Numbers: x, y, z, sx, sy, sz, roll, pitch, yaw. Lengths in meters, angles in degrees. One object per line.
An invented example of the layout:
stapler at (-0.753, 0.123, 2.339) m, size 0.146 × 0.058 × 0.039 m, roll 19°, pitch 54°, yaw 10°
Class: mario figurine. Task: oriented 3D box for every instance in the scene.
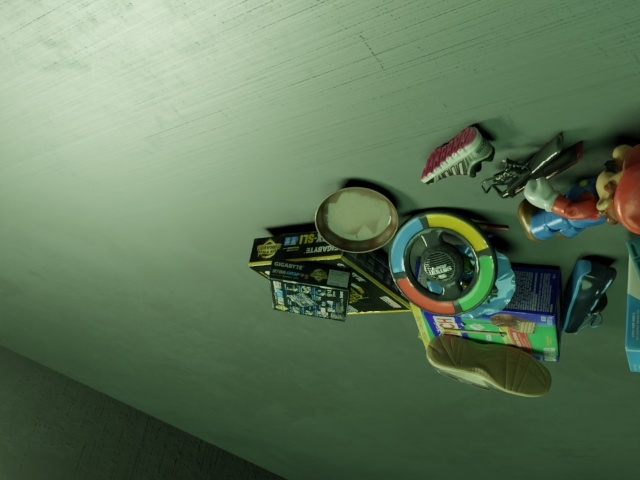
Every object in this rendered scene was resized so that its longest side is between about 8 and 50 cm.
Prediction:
mario figurine at (0.475, -0.094, 1.539) m, size 0.170 × 0.198 × 0.320 m, roll 50°, pitch 155°, yaw -8°

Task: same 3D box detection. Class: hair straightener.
hair straightener at (0.355, -0.130, 1.610) m, size 0.089 × 0.047 × 0.230 m, roll 23°, pitch 156°, yaw -19°

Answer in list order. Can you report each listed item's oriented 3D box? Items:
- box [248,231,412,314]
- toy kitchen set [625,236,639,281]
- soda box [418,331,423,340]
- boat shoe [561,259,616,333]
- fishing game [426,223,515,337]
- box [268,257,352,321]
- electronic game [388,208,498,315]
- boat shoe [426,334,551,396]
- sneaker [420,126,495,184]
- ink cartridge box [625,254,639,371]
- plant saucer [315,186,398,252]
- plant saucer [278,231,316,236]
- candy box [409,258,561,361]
box at (0.031, 0.079, 2.086) m, size 0.257 × 0.079 × 0.322 m, roll -4°, pitch 154°, yaw 34°
toy kitchen set at (0.669, -0.005, 1.662) m, size 0.207 × 0.122 × 0.166 m, roll -19°, pitch 143°, yaw 15°
soda box at (0.325, 0.256, 2.342) m, size 0.061 × 0.058 × 0.181 m, roll -10°, pitch 145°, yaw 38°
boat shoe at (0.571, 0.135, 1.949) m, size 0.089 × 0.109 × 0.258 m, roll 6°, pitch 155°, yaw 7°
fishing game at (0.308, 0.085, 1.893) m, size 0.189 × 0.041 × 0.264 m, roll 7°, pitch 117°, yaw 14°
box at (-0.021, 0.113, 2.021) m, size 0.175 × 0.051 × 0.220 m, roll 9°, pitch 158°, yaw 4°
electronic game at (0.247, 0.047, 1.857) m, size 0.229 × 0.048 × 0.229 m, roll 9°, pitch 112°, yaw 22°
boat shoe at (0.379, 0.290, 2.077) m, size 0.285 × 0.103 × 0.092 m, roll 13°, pitch 160°, yaw 7°
sneaker at (0.244, -0.135, 1.614) m, size 0.074 × 0.063 × 0.170 m, roll 30°, pitch 144°, yaw -18°
ink cartridge box at (0.749, 0.136, 1.737) m, size 0.307 × 0.223 × 0.129 m, roll 0°, pitch 151°, yaw 24°
plant saucer at (0.073, -0.047, 1.846) m, size 0.168 × 0.029 × 0.168 m, roll 1°, pitch 130°, yaw 2°
plant saucer at (0.000, 0.000, 2.038) m, size 0.192 × 0.018 × 0.067 m, roll -3°, pitch 149°, yaw 27°
candy box at (0.379, 0.161, 2.065) m, size 0.317 × 0.122 × 0.268 m, roll 5°, pitch 152°, yaw 19°
